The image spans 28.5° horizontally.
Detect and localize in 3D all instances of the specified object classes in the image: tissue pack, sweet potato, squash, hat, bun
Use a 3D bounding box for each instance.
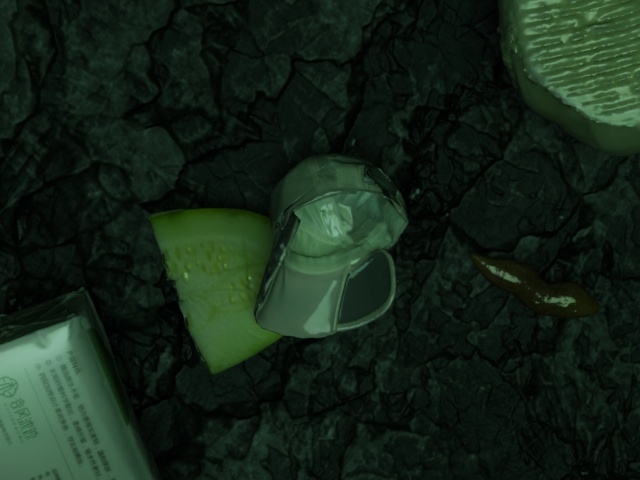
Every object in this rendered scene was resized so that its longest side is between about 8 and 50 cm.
[{"bbox_3d":[-0.388,0.280,1.766,0.266,0.194,0.356,-19,104,-4],"label":"tissue pack"},{"bbox_3d":[0.317,0.072,1.885,0.218,0.051,0.065,21,102,-10],"label":"sweet potato"},{"bbox_3d":[-0.108,0.042,1.778,0.155,0.204,0.237,-16,97,15],"label":"squash"},{"bbox_3d":[-0.002,0.009,1.771,0.232,0.161,0.275,21,93,-36],"label":"hat"},{"bbox_3d":[0.405,-0.295,1.747,0.360,0.211,0.359,0,92,-1],"label":"bun"}]
